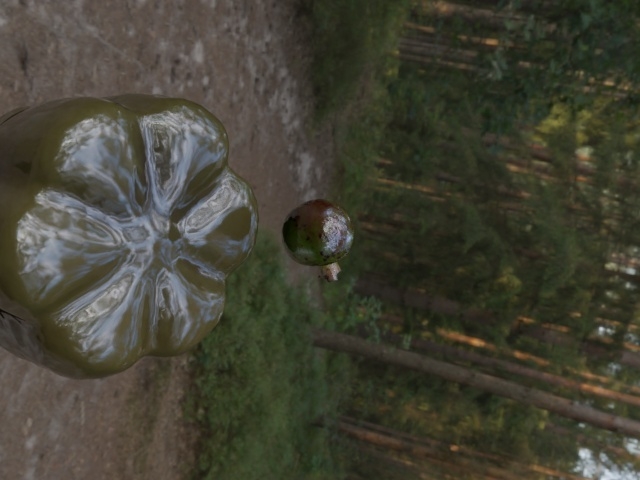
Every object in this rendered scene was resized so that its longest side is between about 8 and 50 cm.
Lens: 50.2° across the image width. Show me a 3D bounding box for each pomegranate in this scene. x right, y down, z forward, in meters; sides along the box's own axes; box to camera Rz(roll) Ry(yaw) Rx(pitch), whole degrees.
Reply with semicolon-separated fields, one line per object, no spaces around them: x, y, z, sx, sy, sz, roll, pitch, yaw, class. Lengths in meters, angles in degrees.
0.000;-0.008;1.121;0.130;0.130;0.130;12;90;-75;pomegranate

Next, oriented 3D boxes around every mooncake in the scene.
-0.327;-0.011;1.083;0.467;0.262;0.467;-12;106;-48;mooncake
